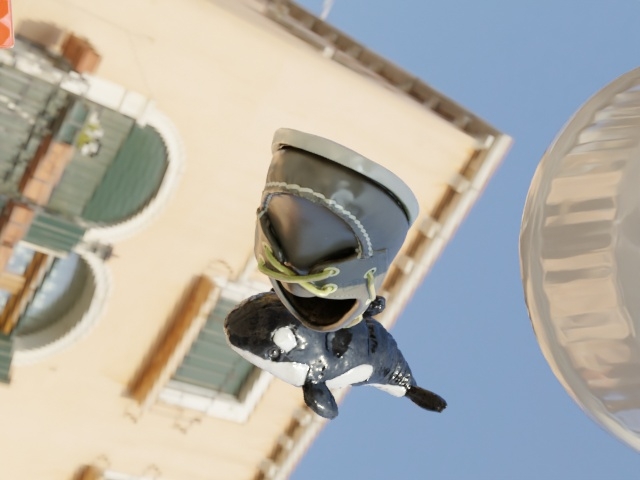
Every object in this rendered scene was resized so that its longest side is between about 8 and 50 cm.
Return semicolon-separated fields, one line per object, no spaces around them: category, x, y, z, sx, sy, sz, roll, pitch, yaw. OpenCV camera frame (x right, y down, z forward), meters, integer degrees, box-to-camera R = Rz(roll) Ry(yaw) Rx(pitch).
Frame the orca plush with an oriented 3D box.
orca plush;0.038;0.105;1.267;0.102;0.287;0.151;-38;-144;28

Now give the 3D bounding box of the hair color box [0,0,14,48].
hair color box;-0.120;-0.132;0.368;0.072;0.043;0.141;-131;-141;-60

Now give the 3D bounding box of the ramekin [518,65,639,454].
ramekin;0.265;0.009;0.744;0.127;0.272;0.273;151;-46;-79

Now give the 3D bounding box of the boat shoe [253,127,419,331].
boat shoe;0.004;0.002;0.905;0.109;0.305;0.091;26;-100;9
